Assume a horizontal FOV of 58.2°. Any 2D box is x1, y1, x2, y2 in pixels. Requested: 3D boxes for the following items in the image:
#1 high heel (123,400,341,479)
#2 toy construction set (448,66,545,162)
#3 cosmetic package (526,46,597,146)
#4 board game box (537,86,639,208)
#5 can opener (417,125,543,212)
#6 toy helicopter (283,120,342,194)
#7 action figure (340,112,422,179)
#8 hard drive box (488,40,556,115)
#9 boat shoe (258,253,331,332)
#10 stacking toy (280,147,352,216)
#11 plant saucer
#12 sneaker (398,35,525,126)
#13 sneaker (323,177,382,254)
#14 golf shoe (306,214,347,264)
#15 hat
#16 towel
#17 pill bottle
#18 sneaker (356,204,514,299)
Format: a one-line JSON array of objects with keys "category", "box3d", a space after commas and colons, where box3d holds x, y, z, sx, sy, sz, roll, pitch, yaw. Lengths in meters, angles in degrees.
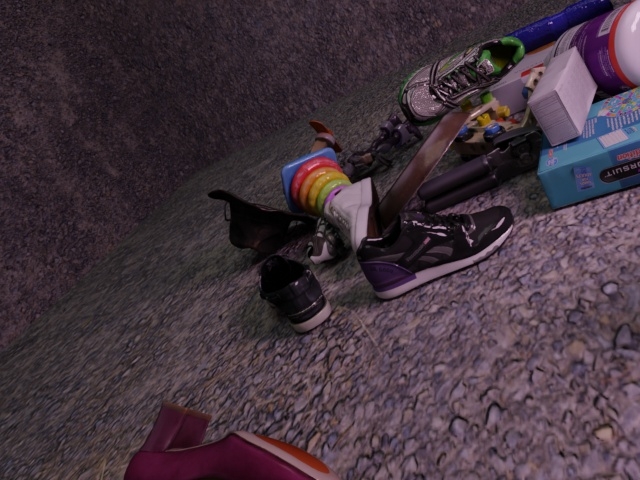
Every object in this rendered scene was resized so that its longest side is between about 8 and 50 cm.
[{"category": "high heel", "box3d": [-0.129, 0.340, 0.762, 0.378, 0.127, 0.181, -2, 63, 47]}, {"category": "toy construction set", "box3d": [0.424, -0.279, 1.351, 0.215, 0.151, 0.328, -38, 9, -18]}, {"category": "cosmetic package", "box3d": [0.463, -0.278, 1.095, 0.061, 0.098, 0.239, -21, 20, 42]}, {"category": "board game box", "box3d": [0.565, -0.192, 1.003, 0.336, 0.079, 0.253, -18, 22, 32]}, {"category": "can opener", "box3d": [0.346, -0.155, 1.236, 0.284, 0.076, 0.095, -25, 29, 22]}, {"category": "toy helicopter", "box3d": [-0.004, -0.247, 1.815, 0.140, 0.234, 0.355, 13, 8, 5]}, {"category": "action figure", "box3d": [0.172, -0.273, 1.771, 0.285, 0.099, 0.185, -41, 28, -15]}, {"category": "hard drive box", "box3d": [0.577, -0.446, 1.593, 0.181, 0.089, 0.232, -20, 22, 31]}, {"category": "boat shoe", "box3d": [-0.078, 0.084, 1.229, 0.127, 0.113, 0.340, -33, 19, -2]}, {"category": "stacking toy", "box3d": [0.041, -0.109, 1.502, 0.175, 0.165, 0.302, -27, 36, -19]}, {"category": "plant saucer", "box3d": [0.216, -0.162, 1.264, 0.310, 0.050, 0.310, -53, -3, -3]}, {"category": "sneaker", "box3d": [0.331, -0.394, 1.366, 0.344, 0.134, 0.146, -36, 10, -12]}, {"category": "sneaker", "box3d": [0.069, -0.036, 1.282, 0.123, 0.105, 0.290, -15, 27, 13]}, {"category": "golf shoe", "box3d": [0.000, 0.000, 1.379, 0.094, 0.077, 0.198, -36, 14, 5]}, {"category": "hat", "box3d": [-0.176, -0.036, 1.563, 0.331, 0.332, 0.133, 14, 86, 64]}, {"category": "towel", "box3d": [0.682, -0.599, 1.664, 0.309, 0.076, 0.228, -19, -17, 30]}, {"category": "pill bottle", "box3d": [0.617, -0.389, 1.221, 0.182, 0.181, 0.323, -33, 10, -5]}, {"category": "sneaker", "box3d": [0.200, -0.006, 1.022, 0.284, 0.124, 0.107, -28, 20, 8]}]
